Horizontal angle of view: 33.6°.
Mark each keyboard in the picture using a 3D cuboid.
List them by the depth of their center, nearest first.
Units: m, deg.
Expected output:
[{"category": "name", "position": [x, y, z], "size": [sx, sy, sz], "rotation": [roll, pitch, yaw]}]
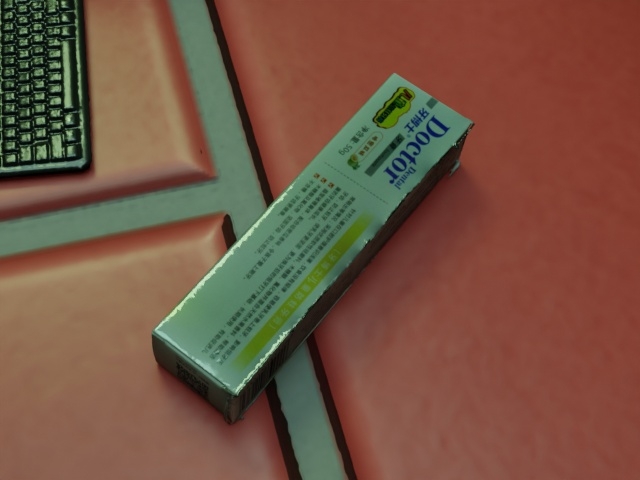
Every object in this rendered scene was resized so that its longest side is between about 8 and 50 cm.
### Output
[{"category": "keyboard", "position": [-0.135, -0.096, 0.491], "size": [0.053, 0.010, 0.155], "rotation": [-7, 62, -7]}]

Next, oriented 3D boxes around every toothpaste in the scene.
[{"category": "toothpaste", "position": [0.000, 0.000, 0.435], "size": [0.046, 0.034, 0.164], "rotation": [35, 64, 14]}]
